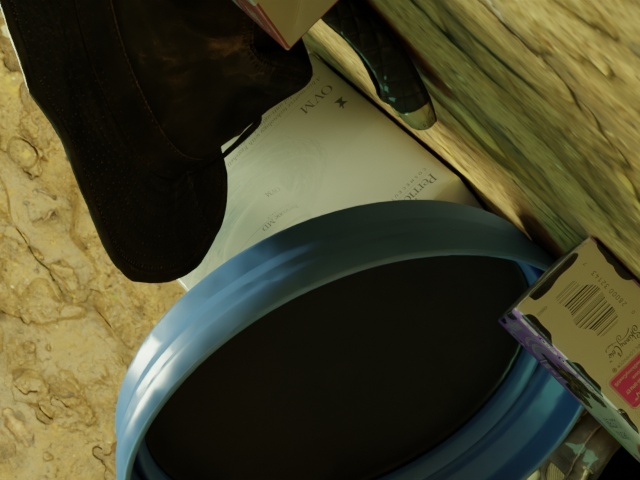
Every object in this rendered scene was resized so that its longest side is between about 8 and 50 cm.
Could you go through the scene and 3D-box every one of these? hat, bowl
[{"bbox_3d":[-0.081,-0.135,1.081,0.331,0.134,0.331,-13,-90,-75],"label":"hat"},{"bbox_3d":[0.027,0.124,1.269,0.391,0.391,0.077,47,-167,-49],"label":"bowl"}]

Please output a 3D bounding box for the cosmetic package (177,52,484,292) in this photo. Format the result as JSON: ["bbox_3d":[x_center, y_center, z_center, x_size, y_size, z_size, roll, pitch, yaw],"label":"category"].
[{"bbox_3d":[0.000,0.000,1.390,0.225,0.224,0.138,44,178,40],"label":"cosmetic package"}]

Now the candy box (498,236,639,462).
[{"bbox_3d":[0.215,0.096,1.083,0.196,0.070,0.165,46,178,6],"label":"candy box"}]

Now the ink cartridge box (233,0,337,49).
[{"bbox_3d":[-0.076,-0.210,0.926,0.198,0.067,0.115,45,179,25],"label":"ink cartridge box"}]

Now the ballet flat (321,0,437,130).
[{"bbox_3d":[0.011,-0.130,1.015,0.173,0.049,0.057,46,179,-21],"label":"ballet flat"}]

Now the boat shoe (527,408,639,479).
[{"bbox_3d":[0.296,0.247,1.728,0.130,0.132,0.355,45,179,31],"label":"boat shoe"}]
